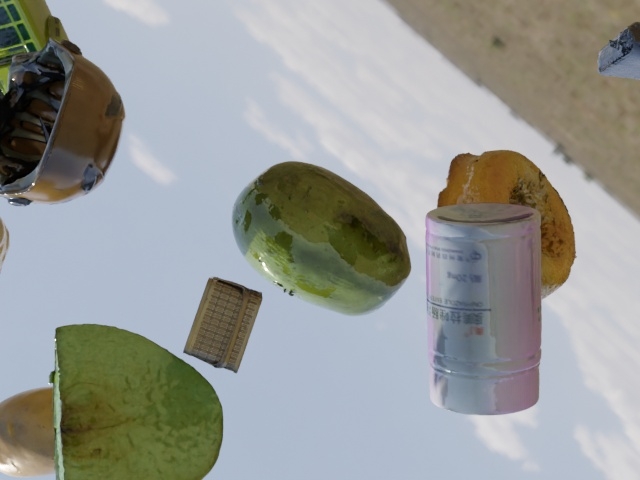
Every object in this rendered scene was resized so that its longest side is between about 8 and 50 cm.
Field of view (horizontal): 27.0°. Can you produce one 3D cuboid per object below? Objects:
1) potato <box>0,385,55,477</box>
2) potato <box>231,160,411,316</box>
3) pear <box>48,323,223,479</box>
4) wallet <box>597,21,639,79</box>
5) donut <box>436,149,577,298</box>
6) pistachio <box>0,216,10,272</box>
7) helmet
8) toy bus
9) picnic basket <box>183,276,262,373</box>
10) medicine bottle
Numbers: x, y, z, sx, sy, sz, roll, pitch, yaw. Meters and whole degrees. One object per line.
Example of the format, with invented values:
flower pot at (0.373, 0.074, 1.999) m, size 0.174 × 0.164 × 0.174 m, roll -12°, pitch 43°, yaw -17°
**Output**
potato at (-0.472, 0.325, 2.260) m, size 0.146 × 0.233 × 0.150 m, roll 6°, pitch -115°, yaw -78°
potato at (0.001, -0.003, 2.114) m, size 0.304 × 0.216 × 0.216 m, roll 24°, pitch -164°, yaw -19°
pear at (-0.258, 0.268, 1.877) m, size 0.239 × 0.139 × 0.288 m, roll -3°, pitch -123°, yaw -11°
wallet at (0.474, -0.227, 1.679) m, size 0.250 × 0.044 × 0.149 m, roll 6°, pitch 171°, yaw -6°
donut at (0.270, -0.018, 1.943) m, size 0.253 × 0.118 × 0.253 m, roll 24°, pitch -126°, yaw -36°
pistachio at (-0.631, 0.013, 2.081) m, size 0.299 × 0.187 × 0.187 m, roll 1°, pitch -148°, yaw -30°
helmet at (-0.299, -0.127, 1.553) m, size 0.130 × 0.198 × 0.224 m, roll 17°, pitch 178°, yaw -35°
toy bus at (-0.428, -0.276, 1.813) m, size 0.262 × 0.150 × 0.128 m, roll 71°, pitch -174°, yaw -47°
picnic basket at (-0.135, 0.114, 1.854) m, size 0.079 × 0.115 × 0.164 m, roll 18°, pitch 179°, yaw -3°
medicine bottle at (0.213, 0.087, 1.738) m, size 0.152 × 0.254 × 0.152 m, roll -2°, pitch -169°, yaw 0°
